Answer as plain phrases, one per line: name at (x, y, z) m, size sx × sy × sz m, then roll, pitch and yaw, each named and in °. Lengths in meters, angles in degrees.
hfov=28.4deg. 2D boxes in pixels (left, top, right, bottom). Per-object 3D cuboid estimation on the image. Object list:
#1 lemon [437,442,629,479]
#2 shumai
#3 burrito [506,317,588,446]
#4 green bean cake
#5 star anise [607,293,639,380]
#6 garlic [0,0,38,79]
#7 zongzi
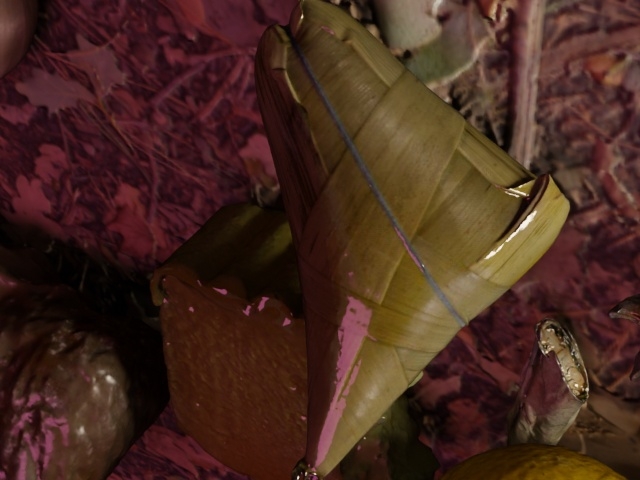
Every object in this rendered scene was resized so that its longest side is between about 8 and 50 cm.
lemon at (0.162, 0.239, 0.908) m, size 0.244 × 0.186 × 0.186 m, roll -4°, pitch 128°, yaw 9°
shumai at (-0.305, 0.133, 1.205) m, size 0.283 × 0.217 × 0.346 m, roll 41°, pitch 144°, yaw -1°
burrito at (0.168, 0.117, 0.936) m, size 0.055 × 0.041 × 0.149 m, roll 29°, pitch 143°, yaw 17°
green bean cake at (-0.004, 0.099, 0.998) m, size 0.233 × 0.124 × 0.236 m, roll 24°, pitch 138°, yaw 22°
star anise at (0.256, 0.062, 0.814) m, size 0.141 × 0.042 × 0.141 m, roll 19°, pitch 135°, yaw 20°
garlic at (-0.323, -0.182, 1.028) m, size 0.267 × 0.148 × 0.128 m, roll -9°, pitch 156°, yaw 39°
zongzi at (0.000, 0.000, 0.827) m, size 0.228 × 0.256 × 0.115 m, roll 42°, pitch -176°, yaw 3°
